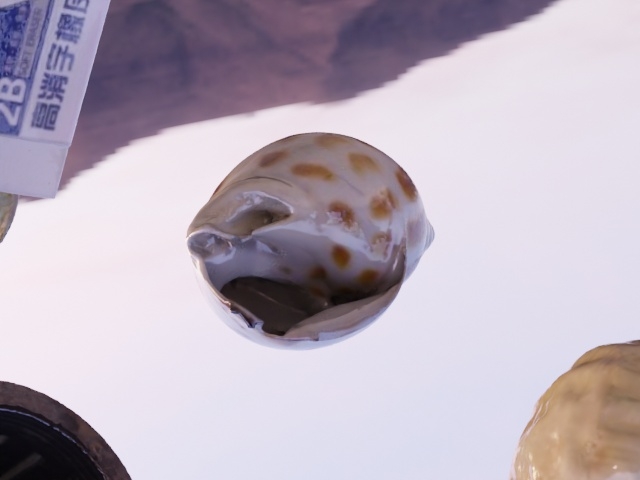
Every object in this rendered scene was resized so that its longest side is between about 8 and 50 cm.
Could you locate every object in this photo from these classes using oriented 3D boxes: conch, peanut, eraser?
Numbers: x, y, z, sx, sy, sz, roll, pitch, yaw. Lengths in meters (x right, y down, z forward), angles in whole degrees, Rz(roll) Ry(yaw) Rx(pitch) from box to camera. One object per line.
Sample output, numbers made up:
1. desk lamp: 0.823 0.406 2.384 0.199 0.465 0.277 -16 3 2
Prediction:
1. conch: 0.000 0.000 1.354 0.275 0.183 0.149 -9 172 -26
2. peanut: 0.205 0.192 0.916 0.174 0.340 0.158 -5 -134 13
3. eraser: -0.259 -0.147 1.352 0.124 0.210 0.068 8 -162 -34

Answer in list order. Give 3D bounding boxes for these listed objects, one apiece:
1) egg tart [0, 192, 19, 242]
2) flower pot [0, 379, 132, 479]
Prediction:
1. egg tart: -0.385 -0.051 1.495 0.212 0.213 0.090 -11 -167 -1
2. flower pot: -0.349 0.311 1.412 0.293 0.293 0.330 -23 172 -46
